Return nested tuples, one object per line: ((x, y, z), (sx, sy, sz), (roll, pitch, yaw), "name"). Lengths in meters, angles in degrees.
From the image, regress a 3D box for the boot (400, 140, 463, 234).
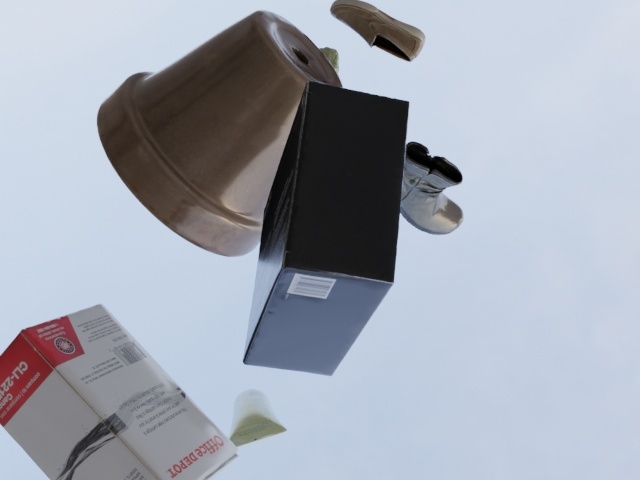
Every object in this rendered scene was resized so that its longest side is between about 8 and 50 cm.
((0.209, -0.091, 1.980), (0.161, 0.247, 0.083), (-19, -130, 52), "boot")

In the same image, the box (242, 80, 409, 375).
((0.000, 0.000, 1.014), (0.103, 0.261, 0.184), (8, -115, -8), "box")

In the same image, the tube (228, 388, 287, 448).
((-0.102, 0.279, 1.624), (0.070, 0.062, 0.240), (-59, -174, -1), "tube")

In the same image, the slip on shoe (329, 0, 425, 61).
((0.072, -0.278, 1.419), (0.135, 0.051, 0.041), (25, -110, 0), "slip on shoe")

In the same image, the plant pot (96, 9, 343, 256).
((-0.100, -0.148, 1.288), (0.229, 0.263, 0.263), (-41, -145, 23), "plant pot")

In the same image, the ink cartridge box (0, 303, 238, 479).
((-0.256, 0.224, 1.310), (0.273, 0.197, 0.114), (45, -74, 8), "ink cartridge box")

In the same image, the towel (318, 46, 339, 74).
((-0.042, -0.205, 1.460), (0.148, 0.027, 0.110), (-9, -103, 6), "towel")
